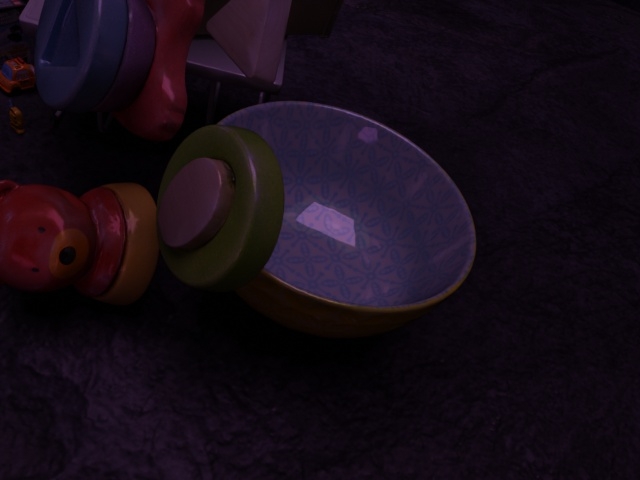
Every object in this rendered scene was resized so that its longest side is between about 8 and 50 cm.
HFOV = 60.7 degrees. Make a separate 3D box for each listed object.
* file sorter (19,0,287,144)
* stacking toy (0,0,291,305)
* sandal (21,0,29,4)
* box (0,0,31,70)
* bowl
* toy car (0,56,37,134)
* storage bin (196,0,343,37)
[{"bbox_3d":[-0.195,-0.234,0.705,0.277,0.173,0.193,11,54,-12],"label":"file sorter"},{"bbox_3d":[-0.166,-0.092,0.442,0.130,0.279,0.309,7,87,-48],"label":"stacking toy"},{"bbox_3d":[-0.450,-0.434,0.857,0.120,0.086,0.302,37,46,13],"label":"sandal"},{"bbox_3d":[-0.437,-0.248,0.685,0.027,0.094,0.137,41,46,16],"label":"box"},{"bbox_3d":[0.000,0.000,0.588,0.289,0.156,0.290,12,45,-12],"label":"bowl"},{"bbox_3d":[-0.374,-0.191,0.695,0.060,0.041,0.122,-14,55,-32],"label":"toy car"},{"bbox_3d":[-0.088,-0.341,0.546,0.262,0.260,0.123,-9,65,-24],"label":"storage bin"}]
